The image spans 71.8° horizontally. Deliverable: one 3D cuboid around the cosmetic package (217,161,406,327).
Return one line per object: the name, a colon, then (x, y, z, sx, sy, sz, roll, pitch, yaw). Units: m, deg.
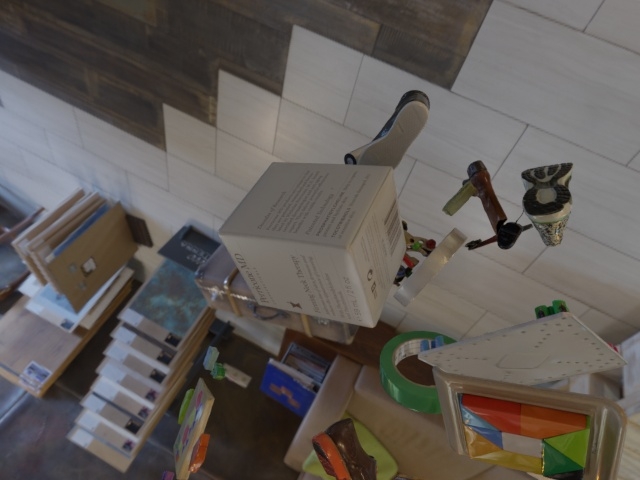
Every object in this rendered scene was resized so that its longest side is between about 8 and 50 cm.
cosmetic package: (0.000, 0.000, 1.277, 0.394, 0.327, 0.329, 6, 138, 28)

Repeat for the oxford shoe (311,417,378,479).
oxford shoe: (0.088, 0.488, 0.877, 0.271, 0.099, 0.097, 63, 153, -1)

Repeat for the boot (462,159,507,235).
boot: (0.682, -0.153, 1.800, 0.096, 0.280, 0.264, -18, 158, 1)

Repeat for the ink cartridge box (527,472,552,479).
ink cartridge box: (0.765, 0.737, 1.650, 0.283, 0.207, 0.117, 31, 180, -7)

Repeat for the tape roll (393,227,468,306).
tape roll: (0.452, 0.111, 1.822, 0.072, 0.392, 0.392, 41, 141, 13)

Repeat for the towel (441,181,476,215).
towel: (0.531, -0.157, 1.694, 0.148, 0.110, 0.027, -48, 62, 14)

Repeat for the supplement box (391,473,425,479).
supplement box: (0.304, 0.997, 1.607, 0.129, 0.192, 0.194, -25, 81, 51)

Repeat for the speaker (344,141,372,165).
speaker: (0.140, -0.267, 1.377, 0.055, 0.136, 0.055, 35, 141, 34)

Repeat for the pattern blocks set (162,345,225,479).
pattern blocks set: (-0.275, 0.406, 0.956, 0.026, 0.324, 0.285, 21, -176, -21)

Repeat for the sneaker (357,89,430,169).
sneaker: (0.216, -0.301, 1.265, 0.105, 0.146, 0.295, 35, 136, -6)

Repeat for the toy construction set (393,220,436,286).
toy construction set: (0.315, 0.023, 1.832, 0.237, 0.257, 0.309, 47, -175, 14)

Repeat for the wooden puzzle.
wooden puzzle: (0.287, 0.280, 0.636, 0.239, 0.044, 0.220, 5, 132, 31)

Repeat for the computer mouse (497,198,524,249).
computer mouse: (0.723, -0.071, 1.617, 0.071, 0.242, 0.041, 32, 179, 40)

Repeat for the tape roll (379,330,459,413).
tape roll: (0.366, 0.443, 1.525, 0.322, 0.321, 0.077, 11, 120, 24)

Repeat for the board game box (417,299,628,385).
board game box: (0.523, 0.295, 1.161, 0.390, 0.050, 0.390, 32, 135, -33)

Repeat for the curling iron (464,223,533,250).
curling iron: (0.730, -0.011, 1.812, 0.274, 0.035, 0.068, -18, 166, 13)

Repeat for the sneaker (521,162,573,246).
sneaker: (0.735, -0.120, 1.433, 0.158, 0.410, 0.181, -2, 120, 33)
